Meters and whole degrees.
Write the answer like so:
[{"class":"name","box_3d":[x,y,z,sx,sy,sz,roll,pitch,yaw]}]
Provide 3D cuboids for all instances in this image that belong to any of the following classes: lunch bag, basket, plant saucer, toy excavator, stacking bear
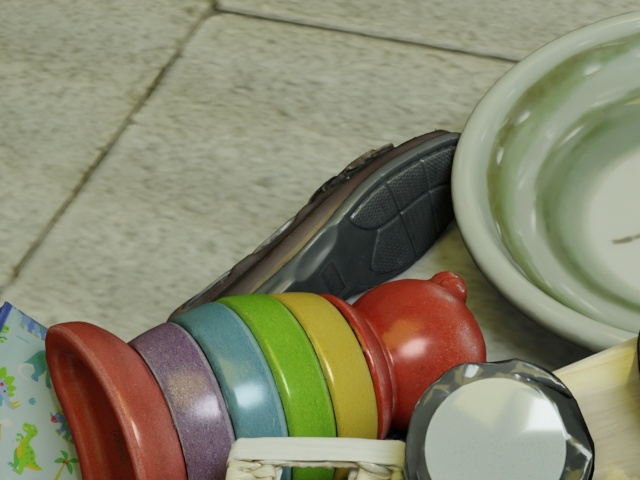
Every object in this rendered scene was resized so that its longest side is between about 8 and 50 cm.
[{"class":"lunch bag","box_3d":[-0.218,0.146,1.155,0.129,0.096,0.151,33,41,-20]},{"class":"basket","box_3d":[0.005,0.209,0.984,0.113,0.167,0.103,-1,49,11]},{"class":"plant saucer","box_3d":[0.305,-0.028,1.253,0.400,0.100,0.400,-5,45,5]},{"class":"toy excavator","box_3d":[0.314,0.230,0.931,0.433,0.222,0.445,-24,75,4]},{"class":"stacking bear","box_3d":[-0.018,0.105,1.108,0.289,0.175,0.164,-16,3,-24]}]

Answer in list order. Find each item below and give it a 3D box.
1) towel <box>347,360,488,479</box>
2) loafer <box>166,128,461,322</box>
[{"class":"towel","box_3d":[0.016,0.197,1.142,0.336,0.040,0.243,-34,48,-24]},{"class":"loafer","box_3d":[0.000,0.000,1.286,0.095,0.109,0.302,28,60,37]}]
